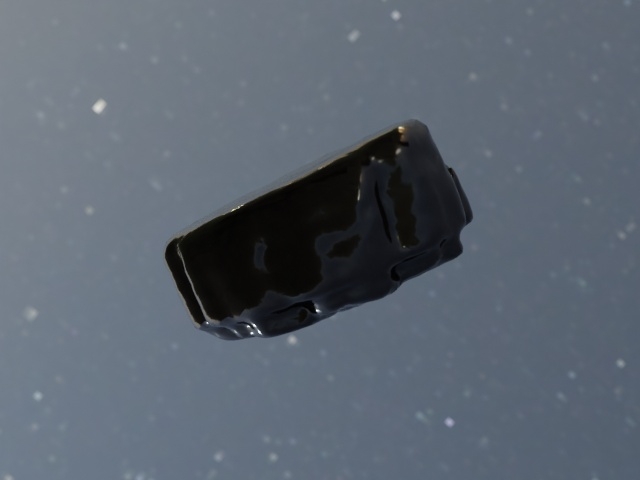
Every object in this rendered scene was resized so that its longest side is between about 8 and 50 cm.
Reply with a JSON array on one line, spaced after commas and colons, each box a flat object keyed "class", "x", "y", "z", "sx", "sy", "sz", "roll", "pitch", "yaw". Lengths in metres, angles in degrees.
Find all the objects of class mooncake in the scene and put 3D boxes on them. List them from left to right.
[{"class": "mooncake", "x": 0.000, "y": 0.000, "z": 1.629, "sx": 0.283, "sy": 0.141, "sz": 0.283, "roll": -24, "pitch": -177, "yaw": 2}]
